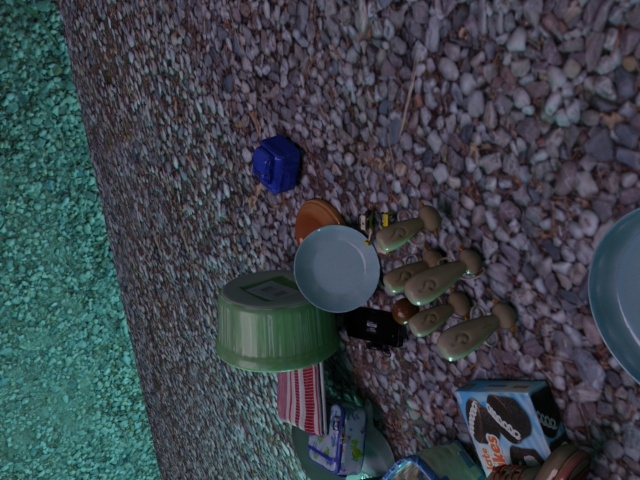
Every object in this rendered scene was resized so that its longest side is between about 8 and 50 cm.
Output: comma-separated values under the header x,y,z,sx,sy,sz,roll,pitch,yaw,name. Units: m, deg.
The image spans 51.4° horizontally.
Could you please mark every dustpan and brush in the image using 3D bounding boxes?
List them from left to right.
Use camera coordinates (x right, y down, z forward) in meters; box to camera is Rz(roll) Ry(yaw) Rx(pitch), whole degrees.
x,y,z,sx,sy,sz,roll,pitch,yaw,name
0.124,0.497,1.679,0.147,0.060,0.211,11,124,41,dustpan and brush

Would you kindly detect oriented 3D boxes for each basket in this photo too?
x,y,z,sx,sy,sz,roll,pitch,yaw,name
0.201,0.557,1.372,0.201,0.288,0.255,55,146,27,basket

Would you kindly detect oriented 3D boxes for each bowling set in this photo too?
x,y,z,sx,sy,sz,roll,pitch,yaw,name
0.211,0.081,1.246,0.287,0.154,0.200,62,166,6,bowling set

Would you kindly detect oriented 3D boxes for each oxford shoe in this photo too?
x,y,z,sx,sy,sz,roll,pitch,yaw,name
0.342,0.438,1.148,0.130,0.123,0.348,49,140,32,oxford shoe

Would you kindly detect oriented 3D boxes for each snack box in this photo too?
x,y,z,sx,sy,sz,roll,pitch,yaw,name
0.384,0.418,1.236,0.187,0.060,0.322,-19,93,57,snack box

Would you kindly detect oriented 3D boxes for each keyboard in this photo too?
x,y,z,sx,sy,sz,roll,pitch,yaw,name
0.129,0.206,1.520,0.192,0.038,0.100,4,89,56,keyboard

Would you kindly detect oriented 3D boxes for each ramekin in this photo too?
x,y,z,sx,sy,sz,roll,pitch,yaw,name
-0.105,0.180,1.597,0.303,0.303,0.148,19,117,50,ramekin

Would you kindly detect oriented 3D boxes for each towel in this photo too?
x,y,z,sx,sy,sz,roll,pitch,yaw,name
-0.059,0.379,1.759,0.329,0.037,0.237,161,105,-69,towel

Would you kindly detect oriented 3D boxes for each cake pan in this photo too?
x,y,z,sx,sy,sz,roll,pitch,yaw,name
0.012,0.608,1.898,0.293,0.054,0.293,32,133,42,cake pan

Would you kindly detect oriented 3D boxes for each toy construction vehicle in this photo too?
x,y,z,sx,sy,sz,roll,pitch,yaw,name
0.122,-0.024,1.385,0.085,0.035,0.098,19,127,37,toy construction vehicle

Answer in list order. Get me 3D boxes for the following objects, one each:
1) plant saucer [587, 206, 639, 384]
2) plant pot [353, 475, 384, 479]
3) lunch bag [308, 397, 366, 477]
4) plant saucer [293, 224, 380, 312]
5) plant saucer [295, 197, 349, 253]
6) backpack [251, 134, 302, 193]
x,y,z,sx,sy,sz,roll,pitch,yaw,name
0.509,0.091,0.878,0.317,0.043,0.318,32,132,42,plant saucer
0.121,0.711,1.576,0.248,0.247,0.253,-122,25,-80,plant pot
0.039,0.492,1.673,0.219,0.090,0.176,167,111,-71,lunch bag
0.038,0.061,1.477,0.194,0.037,0.195,1,95,13,plant saucer
0.000,0.000,1.567,0.200,0.037,0.200,33,134,41,plant saucer
-0.109,-0.172,1.566,0.098,0.101,0.120,49,147,38,backpack
